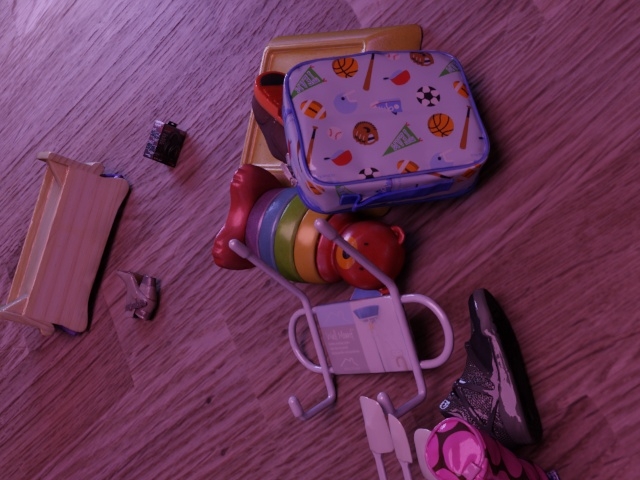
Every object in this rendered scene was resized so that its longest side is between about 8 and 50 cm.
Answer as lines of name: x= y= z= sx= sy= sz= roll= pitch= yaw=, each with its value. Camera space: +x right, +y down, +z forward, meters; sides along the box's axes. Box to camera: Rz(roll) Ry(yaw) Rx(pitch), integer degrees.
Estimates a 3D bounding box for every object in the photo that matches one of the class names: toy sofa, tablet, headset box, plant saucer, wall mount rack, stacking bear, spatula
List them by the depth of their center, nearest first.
spatula: x=0.124 y=0.339 z=1.355 sx=0.168 sy=0.019 sz=0.242 roll=13 pitch=124 yaw=51
wall mount rack: x=0.017 y=0.113 z=1.454 sx=0.350 sy=0.130 sz=0.304 roll=-12 pitch=97 yaw=47
stacking bear: x=0.000 y=0.000 z=1.558 sx=0.289 sy=0.164 sz=0.176 roll=17 pitch=91 yaw=33
tablet: x=0.075 y=0.088 z=1.570 sx=0.054 sy=0.006 sz=0.083 roll=29 pitch=97 yaw=40
plant saucer: x=-0.009 y=-0.216 z=1.679 sx=0.332 sy=0.081 sz=0.333 roll=4 pitch=81 yaw=40
headset box: x=-0.302 y=-0.192 z=1.920 sx=0.032 sy=0.062 sz=0.083 roll=20 pitch=89 yaw=40
toy sofa: x=-0.535 y=0.007 z=2.015 sx=0.150 sy=0.177 sz=0.363 roll=9 pitch=82 yaw=65

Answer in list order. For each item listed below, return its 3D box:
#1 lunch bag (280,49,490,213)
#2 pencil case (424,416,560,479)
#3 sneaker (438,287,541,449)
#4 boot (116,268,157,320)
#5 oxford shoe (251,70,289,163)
lunch bag: x=0.087 y=-0.157 z=1.463 sx=0.303 sy=0.115 sz=0.243 roll=-9 pitch=67 yaw=-10
pencil case: x=0.221 y=0.299 z=1.259 sx=0.095 sy=0.209 sz=0.098 roll=-42 pitch=44 yaw=15
sneaker: x=0.216 y=0.185 z=1.375 sx=0.130 sy=0.087 sz=0.228 roll=-21 pitch=70 yaw=26
boot: x=-0.360 y=0.106 z=1.894 sx=0.118 sy=0.042 sz=0.087 roll=11 pitch=86 yaw=41
oxford shoe: x=-0.022 y=-0.151 z=1.579 sx=0.271 sy=0.096 sz=0.098 roll=56 pitch=147 yaw=27
